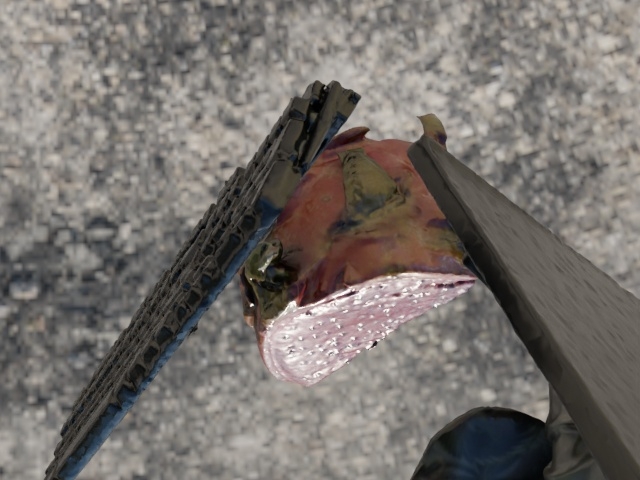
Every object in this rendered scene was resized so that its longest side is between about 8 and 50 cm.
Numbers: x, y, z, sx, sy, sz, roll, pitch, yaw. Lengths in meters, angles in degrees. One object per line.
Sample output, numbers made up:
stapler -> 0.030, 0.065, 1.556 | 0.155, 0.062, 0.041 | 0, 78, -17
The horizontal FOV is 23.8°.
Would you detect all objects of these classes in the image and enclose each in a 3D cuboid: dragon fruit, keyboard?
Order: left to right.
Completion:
keyboard -> -0.047, 0.025, 0.468 | 0.018, 0.060, 0.195 | 33, 135, -6
dragon fruit -> 0.000, 0.000, 0.757 | 0.096, 0.102, 0.147 | 26, 123, -38

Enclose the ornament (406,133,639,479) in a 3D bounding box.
ornament -> 0.042, 0.114, 0.473 | 0.153, 0.166, 0.196 | 31, 111, -39
